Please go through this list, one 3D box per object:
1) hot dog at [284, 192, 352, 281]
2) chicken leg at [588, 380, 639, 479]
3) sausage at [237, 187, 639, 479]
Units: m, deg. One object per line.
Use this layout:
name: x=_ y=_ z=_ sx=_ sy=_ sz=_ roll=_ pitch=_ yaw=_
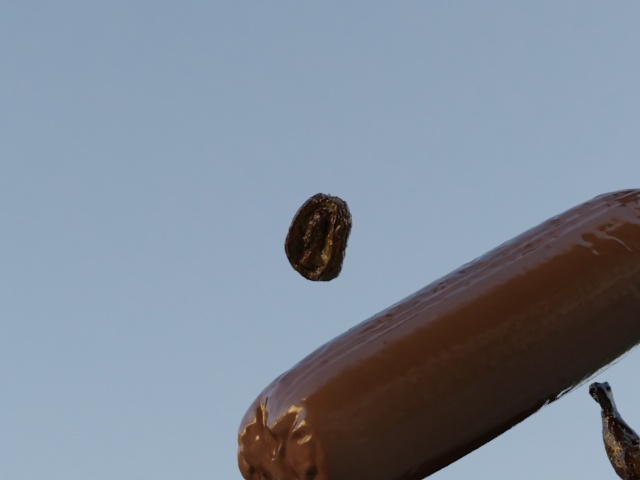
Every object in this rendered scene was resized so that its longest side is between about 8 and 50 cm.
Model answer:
hot dog: x=0.000 y=0.000 z=1.609 sx=0.058 sy=0.035 sz=0.083 roll=23 pitch=-67 yaw=20
chicken leg: x=0.258 y=0.169 z=1.393 sx=0.145 sy=0.062 sz=0.037 roll=36 pitch=-16 yaw=20
sausage: x=0.087 y=0.051 z=0.899 sx=0.289 sy=0.086 sz=0.086 roll=-26 pitch=-23 yaw=-28
